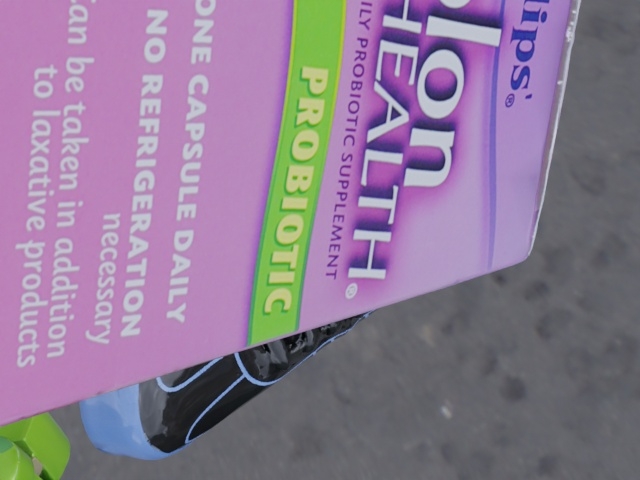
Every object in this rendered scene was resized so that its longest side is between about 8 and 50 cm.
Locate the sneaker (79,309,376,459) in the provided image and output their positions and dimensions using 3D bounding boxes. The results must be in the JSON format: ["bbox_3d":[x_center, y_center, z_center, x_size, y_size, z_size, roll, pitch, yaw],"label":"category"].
[{"bbox_3d":[0.000,0.000,0.691,0.232,0.090,0.081,-53,139,-30],"label":"sneaker"}]

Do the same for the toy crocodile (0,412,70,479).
[{"bbox_3d":[-0.257,0.266,1.320,0.105,0.340,0.115,-8,145,26],"label":"toy crocodile"}]

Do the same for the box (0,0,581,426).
[{"bbox_3d":[-0.097,-0.060,0.407,0.243,0.213,0.117,-16,122,-42],"label":"box"}]
